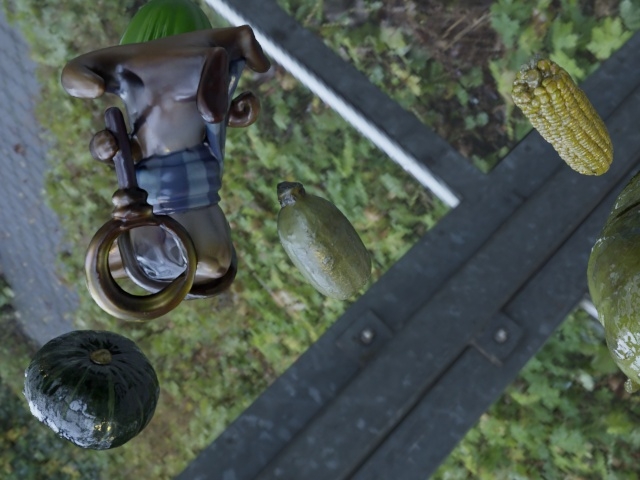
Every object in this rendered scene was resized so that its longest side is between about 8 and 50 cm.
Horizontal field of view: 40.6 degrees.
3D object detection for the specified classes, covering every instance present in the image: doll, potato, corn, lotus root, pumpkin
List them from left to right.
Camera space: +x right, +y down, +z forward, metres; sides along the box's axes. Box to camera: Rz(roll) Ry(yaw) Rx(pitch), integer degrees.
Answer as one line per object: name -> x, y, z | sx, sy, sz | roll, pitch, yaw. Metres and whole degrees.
pumpkin -> -0.358, 0.234, 1.361 | 0.211, 0.211, 0.152 | 31, 120, 31
lotus root -> -0.234, -0.322, 1.373 | 0.186, 0.186, 0.186 | 36, 151, 23
doll -> -0.173, -0.088, 1.058 | 0.209, 0.317, 0.340 | 23, 118, 38
lotus root -> 0.000, 0.000, 1.121 | 0.077, 0.090, 0.183 | 12, 141, 56
corn -> 0.400, -0.188, 1.402 | 0.101, 0.101, 0.291 | 21, 170, 42
potato -> 0.303, 0.011, 0.697 | 0.169, 0.248, 0.143 | -24, 113, 38
